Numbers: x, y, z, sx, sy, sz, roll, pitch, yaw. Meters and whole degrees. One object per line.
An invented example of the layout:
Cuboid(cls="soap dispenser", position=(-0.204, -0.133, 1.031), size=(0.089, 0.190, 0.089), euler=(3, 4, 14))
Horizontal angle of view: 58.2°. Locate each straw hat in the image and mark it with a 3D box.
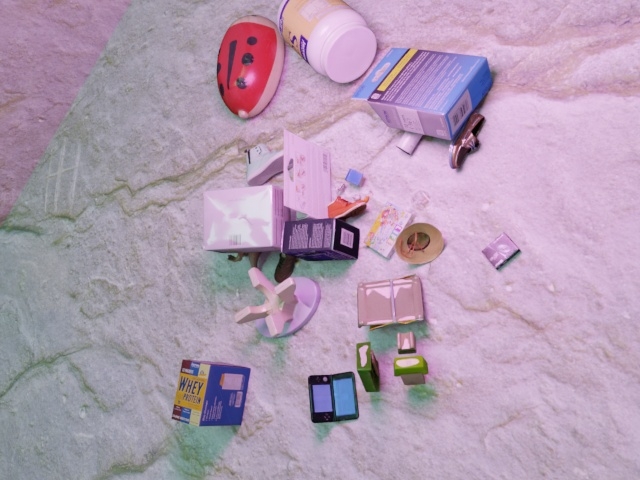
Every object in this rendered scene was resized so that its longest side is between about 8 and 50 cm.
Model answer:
Cuboid(cls="straw hat", position=(0.290, -0.002, 1.713), size=(0.144, 0.144, 0.061), euler=(-41, 15, 20))

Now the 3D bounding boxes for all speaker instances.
Cuboid(cls="speaker", position=(0.297, -0.341, 1.815), size=(0.055, 0.055, 0.136), euler=(38, 100, 37))

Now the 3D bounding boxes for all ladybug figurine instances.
Cuboid(cls="ladybug figurine", position=(-0.295, -0.700, 2.279), size=(0.305, 0.162, 0.448), euler=(-9, 72, 33))

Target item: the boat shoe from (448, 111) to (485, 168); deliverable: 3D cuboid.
Cuboid(cls="boat shoe", position=(0.432, -0.295, 1.697), size=(0.066, 0.066, 0.183), euler=(16, 86, 36))

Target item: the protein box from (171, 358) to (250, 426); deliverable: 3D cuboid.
Cuboid(cls="protein box", position=(-0.366, 0.515, 1.948), size=(0.136, 0.201, 0.199), euler=(1, 77, 36))

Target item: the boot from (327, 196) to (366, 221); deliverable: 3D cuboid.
Cuboid(cls="boot", position=(0.081, -0.112, 1.886), size=(0.158, 0.059, 0.084), euler=(-25, 69, 38))

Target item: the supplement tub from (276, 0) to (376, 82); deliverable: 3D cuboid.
Cuboid(cls="supplement tub", position=(0.021, -0.723, 2.009), size=(0.241, 0.241, 0.331), euler=(-48, 54, 15))

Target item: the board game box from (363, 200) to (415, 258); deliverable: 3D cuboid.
Cuboid(cls="board game box", position=(0.213, -0.034, 1.803), size=(0.103, 0.026, 0.154), euler=(34, 97, 37))

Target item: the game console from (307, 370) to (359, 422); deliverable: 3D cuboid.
Cuboid(cls="game console", position=(0.037, 0.475, 1.748), size=(0.085, 0.124, 0.143), euler=(-36, 54, 54))

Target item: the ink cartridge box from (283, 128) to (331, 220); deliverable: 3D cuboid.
Cuboid(cls="ink cartridge box", position=(-0.059, -0.201, 1.912), size=(0.060, 0.239, 0.274), euler=(-15, 68, 38))

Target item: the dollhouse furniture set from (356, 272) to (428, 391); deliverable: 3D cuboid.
Cuboid(cls="dollhouse furniture set", position=(0.213, 0.270, 1.692), size=(0.198, 0.151, 0.301), euler=(-8, 53, 13))

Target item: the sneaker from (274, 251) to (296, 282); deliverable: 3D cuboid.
Cuboid(cls="sneaker", position=(-0.120, 0.057, 1.988), size=(0.066, 0.071, 0.188), euler=(32, 96, 37))

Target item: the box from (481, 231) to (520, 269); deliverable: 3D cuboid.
Cuboid(cls="box", position=(0.496, 0.029, 1.586), size=(0.083, 0.018, 0.067), euler=(-44, 56, 17))

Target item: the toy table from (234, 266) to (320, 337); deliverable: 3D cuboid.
Cuboid(cls="toy table", position=(-0.148, 0.215, 1.907), size=(0.274, 0.161, 0.252), euler=(-46, 55, 15))

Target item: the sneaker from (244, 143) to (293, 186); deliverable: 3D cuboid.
Cuboid(cls="sneaker", position=(-0.182, -0.323, 2.132), size=(0.256, 0.094, 0.151), euler=(-27, 59, 26))

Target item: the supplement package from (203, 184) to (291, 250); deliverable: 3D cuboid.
Cuboid(cls="supplement package", position=(-0.245, -0.065, 1.935), size=(0.262, 0.145, 0.203), euler=(-3, 83, 23))

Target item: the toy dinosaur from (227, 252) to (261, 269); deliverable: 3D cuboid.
Cuboid(cls="toy dinosaur", position=(-0.237, -0.026, 2.071), size=(0.201, 0.127, 0.295), euler=(-20, 71, 22))

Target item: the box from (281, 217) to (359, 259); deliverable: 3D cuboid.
Cuboid(cls="box", position=(0.000, 0.000, 1.868), size=(0.207, 0.153, 0.108), euler=(-4, 75, 36))

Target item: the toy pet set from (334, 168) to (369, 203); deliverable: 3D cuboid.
Cuboid(cls="toy pet set", position=(0.103, -0.173, 1.899), size=(0.122, 0.065, 0.114), euler=(28, 94, 37))

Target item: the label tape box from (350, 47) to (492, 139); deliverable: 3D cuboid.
Cuboid(cls="label tape box", position=(0.305, -0.458, 1.760), size=(0.348, 0.115, 0.249), euler=(21, 66, 40))
